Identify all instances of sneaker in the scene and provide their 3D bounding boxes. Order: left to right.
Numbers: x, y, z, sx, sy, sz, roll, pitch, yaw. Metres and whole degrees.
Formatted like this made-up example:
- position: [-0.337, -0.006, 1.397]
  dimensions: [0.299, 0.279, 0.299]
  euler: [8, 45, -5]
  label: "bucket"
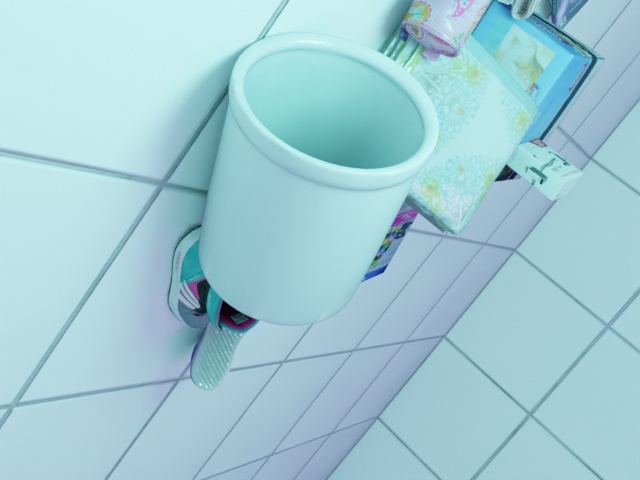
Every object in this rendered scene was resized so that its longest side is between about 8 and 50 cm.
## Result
- position: [-0.193, 0.119, 1.590]
  dimensions: [0.124, 0.178, 0.295]
  euler: [-34, 155, -28]
  label: "sneaker"
- position: [-0.211, 0.183, 1.809]
  dimensions: [0.282, 0.102, 0.161]
  euler: [-60, -169, -7]
  label: "sneaker"

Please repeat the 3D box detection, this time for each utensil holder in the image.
- position: [-0.021, -0.089, 1.370]
  dimensions: [0.327, 0.327, 0.385]
  euler: [-30, 153, -37]
  label: "utensil holder"

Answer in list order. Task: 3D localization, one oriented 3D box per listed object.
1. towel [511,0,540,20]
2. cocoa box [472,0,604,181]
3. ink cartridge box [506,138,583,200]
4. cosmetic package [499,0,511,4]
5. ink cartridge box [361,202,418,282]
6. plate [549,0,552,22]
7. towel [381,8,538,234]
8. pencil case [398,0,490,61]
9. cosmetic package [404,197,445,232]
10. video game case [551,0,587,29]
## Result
- position: [0.503, -0.622, 1.606]
  dimensions: [0.332, 0.053, 0.317]
  euler: [-56, 177, -8]
  label: "towel"
- position: [0.430, -0.335, 1.897]
  dimensions: [0.228, 0.231, 0.347]
  euler: [-12, 140, -54]
  label: "cocoa box"
- position: [0.497, -0.159, 1.827]
  dimensions: [0.099, 0.135, 0.056]
  euler: [-21, 146, -43]
  label: "ink cartridge box"
- position: [0.379, -0.582, 1.573]
  dimensions: [0.060, 0.099, 0.239]
  euler: [-9, 136, -54]
  label: "cosmetic package"
- position: [0.145, 0.015, 2.197]
  dimensions: [0.186, 0.065, 0.311]
  euler: [-19, 146, -50]
  label: "ink cartridge box"
- position: [0.630, -0.659, 1.970]
  dimensions: [0.277, 0.045, 0.278]
  euler: [-50, 158, 4]
  label: "plate"
- position: [0.235, -0.237, 1.631]
  dimensions: [0.374, 0.090, 0.320]
  euler: [36, 88, -30]
  label: "towel"
- position: [0.258, -0.461, 1.468]
  dimensions: [0.284, 0.124, 0.124]
  euler: [-60, 158, -1]
  label: "pencil case"
- position: [0.224, -0.142, 1.834]
  dimensions: [0.107, 0.238, 0.127]
  euler: [-39, 156, -19]
  label: "cosmetic package"
- position: [0.602, -0.619, 1.896]
  dimensions: [0.196, 0.026, 0.274]
  euler: [-47, 158, -1]
  label: "video game case"
